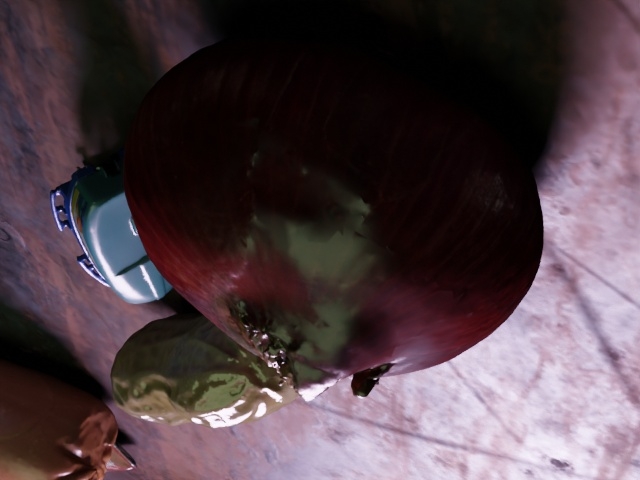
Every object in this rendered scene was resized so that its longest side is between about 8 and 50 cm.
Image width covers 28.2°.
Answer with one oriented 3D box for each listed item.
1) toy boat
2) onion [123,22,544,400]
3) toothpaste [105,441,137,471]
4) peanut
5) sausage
[{"bbox_3d":[-0.143,-0.020,0.906,0.110,0.091,0.175,52,163,32],"label":"toy boat"},{"bbox_3d":[0.003,-0.010,0.731,0.248,0.161,0.248,8,124,12],"label":"onion"},{"bbox_3d":[-0.279,0.234,1.380,0.239,0.039,0.062,-18,117,47],"label":"toothpaste"},{"bbox_3d":[-0.089,0.101,0.994,0.090,0.099,0.214,37,151,-29],"label":"peanut"},{"bbox_3d":[-0.345,0.168,1.262,0.304,0.121,0.121,18,145,18],"label":"sausage"}]
